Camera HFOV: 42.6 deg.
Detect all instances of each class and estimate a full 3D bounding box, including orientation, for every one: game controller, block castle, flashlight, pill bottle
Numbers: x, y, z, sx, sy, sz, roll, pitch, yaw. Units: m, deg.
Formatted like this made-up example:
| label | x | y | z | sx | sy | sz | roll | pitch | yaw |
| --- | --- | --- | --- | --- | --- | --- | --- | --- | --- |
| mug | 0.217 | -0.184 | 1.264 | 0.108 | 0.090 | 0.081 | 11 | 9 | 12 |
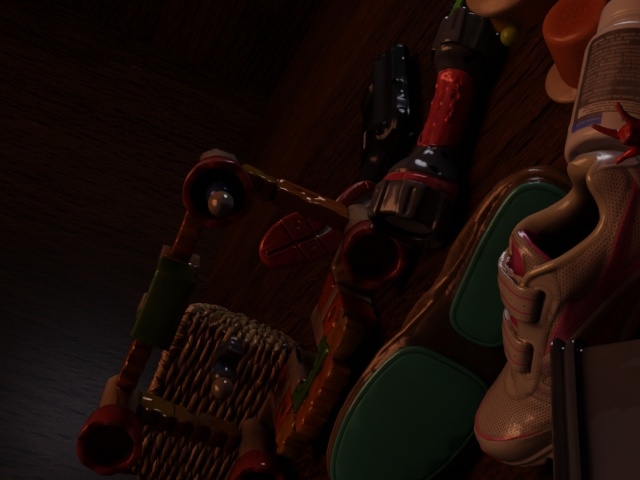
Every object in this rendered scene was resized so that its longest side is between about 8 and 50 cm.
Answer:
| label | x | y | z | sx | sy | sz | roll | pitch | yaw |
| --- | --- | --- | --- | --- | --- | --- | --- | --- | --- |
| game controller | 0.110 | -0.210 | 1.394 | 0.319 | 0.067 | 0.166 | -83 | 6 | -53 |
| block castle | -0.104 | 0.132 | 1.084 | 0.213 | 0.303 | 0.453 | -110 | 43 | -70 |
| flashlight | 0.144 | -0.143 | 1.002 | 0.103 | 0.103 | 0.304 | 144 | 146 | -68 |
| pill bottle | 0.238 | -0.117 | 0.630 | 0.078 | 0.078 | 0.137 | -38 | 32 | 65 |

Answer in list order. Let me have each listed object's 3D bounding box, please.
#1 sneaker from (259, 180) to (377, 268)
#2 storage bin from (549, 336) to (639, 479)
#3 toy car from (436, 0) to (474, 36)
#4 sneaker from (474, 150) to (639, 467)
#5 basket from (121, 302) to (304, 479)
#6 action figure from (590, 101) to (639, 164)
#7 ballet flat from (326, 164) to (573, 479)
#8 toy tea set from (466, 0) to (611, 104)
| label | x | y | z | sx | sy | sz | roll | pitch | yaw |
| --- | --- | --- | --- | --- | --- | --- | --- | --- | --- |
| sneaker | 0.000 | 0.000 | 1.261 | 0.221 | 0.087 | 0.128 | -25 | -16 | -21 |
| storage bin | 0.186 | 0.115 | 0.437 | 0.091 | 0.098 | 0.135 | -21 | 40 | 34 |
| toy car | 0.229 | -0.357 | 1.148 | 0.239 | 0.053 | 0.225 | -116 | 50 | -74 |
| sneaker | 0.165 | 0.041 | 0.570 | 0.252 | 0.111 | 0.103 | -64 | 13 | 15 |
| basket | -0.192 | 0.263 | 1.394 | 0.213 | 0.223 | 0.299 | -162 | 94 | -77 |
| action figure | 0.243 | -0.057 | 0.390 | 0.280 | 0.139 | 0.091 | 124 | 165 | -47 |
| ballet flat | 0.121 | 0.084 | 0.727 | 0.342 | 0.116 | 0.124 | -63 | -7 | 15 |
| toy tea set | 0.264 | -0.271 | 0.807 | 0.200 | 0.124 | 0.336 | 4 | 64 | 45 |
